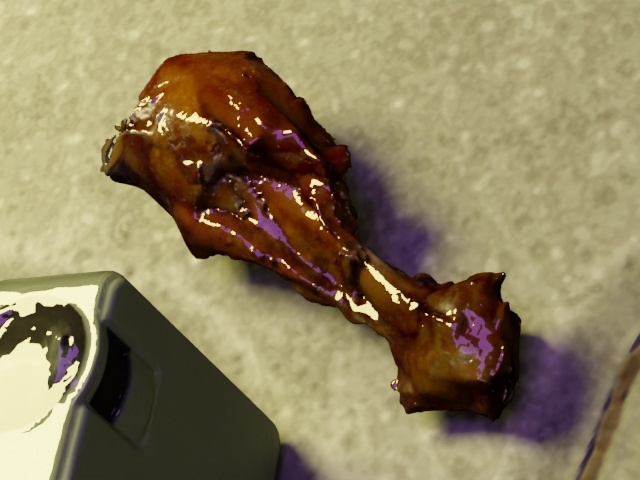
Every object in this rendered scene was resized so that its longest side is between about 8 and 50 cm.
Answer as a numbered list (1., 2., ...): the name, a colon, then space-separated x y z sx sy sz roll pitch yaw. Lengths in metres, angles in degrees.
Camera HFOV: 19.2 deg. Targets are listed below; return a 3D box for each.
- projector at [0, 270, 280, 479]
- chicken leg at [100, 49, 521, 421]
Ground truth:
1. projector: -0.118 0.166 0.910 0.099 0.192 0.257 -5 58 25
2. chicken leg: 0.000 0.000 1.036 0.304 0.093 0.113 42 102 32
